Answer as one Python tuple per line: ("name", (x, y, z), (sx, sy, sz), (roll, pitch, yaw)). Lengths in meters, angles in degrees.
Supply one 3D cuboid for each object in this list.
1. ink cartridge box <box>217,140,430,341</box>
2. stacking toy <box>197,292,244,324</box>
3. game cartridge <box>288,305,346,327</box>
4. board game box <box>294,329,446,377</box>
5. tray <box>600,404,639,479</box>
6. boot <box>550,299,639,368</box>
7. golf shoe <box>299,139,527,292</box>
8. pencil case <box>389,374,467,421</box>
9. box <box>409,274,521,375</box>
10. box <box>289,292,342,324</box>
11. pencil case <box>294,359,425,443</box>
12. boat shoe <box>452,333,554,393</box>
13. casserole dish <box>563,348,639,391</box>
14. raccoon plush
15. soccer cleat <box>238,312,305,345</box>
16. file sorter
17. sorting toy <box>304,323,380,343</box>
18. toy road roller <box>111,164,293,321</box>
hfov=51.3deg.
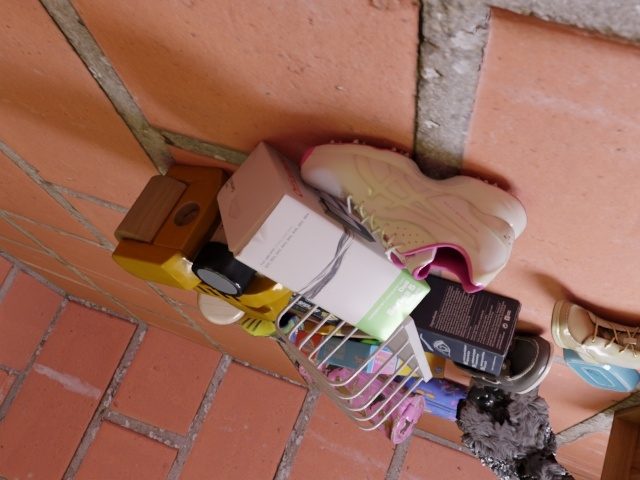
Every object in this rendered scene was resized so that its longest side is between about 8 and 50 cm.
("ink cartridge box", (0.000, 0.000, 0.968), (0.273, 0.114, 0.198), (33, -165, -28))
("stacking toy", (-0.276, 0.181, 1.930), (0.141, 0.141, 0.330), (23, 168, -1))
("game cartridge", (-0.019, 0.133, 1.593), (0.198, 0.062, 0.297), (16, 161, 8))
("board game box", (0.128, 0.286, 1.674), (0.242, 0.064, 0.317), (4, 172, 43))
("tray", (0.694, 0.436, 1.357), (0.076, 0.202, 0.411), (19, 161, 7))
("boot", (0.469, 0.154, 1.044), (0.165, 0.077, 0.213), (4, 159, 45))
("golf shoe", (0.101, -0.034, 0.859), (0.306, 0.140, 0.115), (19, 162, 16))
("pencil case", (0.346, 0.460, 1.956), (0.306, 0.119, 0.133), (21, -172, 6))
("box", (0.253, 0.155, 1.247), (0.207, 0.108, 0.153), (18, 160, 17))
("box", (-0.010, 0.079, 1.351), (0.220, 0.051, 0.175), (28, 141, -16))
("pencil case", (0.114, 0.409, 1.890), (0.386, 0.160, 0.167), (32, -168, 30))
("boat shoe", (0.363, 0.248, 1.373), (0.096, 0.112, 0.335), (19, 165, -4))
("casserole dish", (0.539, 0.248, 1.285), (0.114, 0.037, 0.188), (1, 151, 47))
("raccoon plush", (0.465, 0.515, 1.593), (0.216, 0.446, 0.299), (-18, 150, 11))
("soccer cleat", (-0.151, 0.241, 2.029), (0.289, 0.093, 0.121), (10, 127, 45))
("file sorter", (0.060, 0.197, 1.203), (0.193, 0.173, 0.277), (39, 167, 32))
("sorting toy", (0.133, 0.220, 1.490), (0.307, 0.041, 0.229), (0, 169, 22))
("toy road roller", (-0.171, 0.019, 1.175), (0.330, 0.202, 0.240), (10, 150, 33))
